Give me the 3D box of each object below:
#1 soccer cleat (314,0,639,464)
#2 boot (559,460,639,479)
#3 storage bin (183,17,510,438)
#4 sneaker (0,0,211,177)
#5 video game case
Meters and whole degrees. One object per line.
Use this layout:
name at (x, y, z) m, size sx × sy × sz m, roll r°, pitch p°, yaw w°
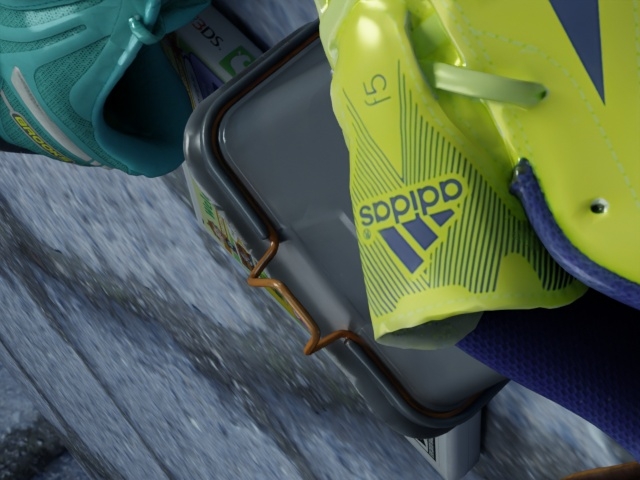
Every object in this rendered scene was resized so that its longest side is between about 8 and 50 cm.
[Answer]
soccer cleat at (0.037, -0.044, 0.359) m, size 0.289 × 0.121 × 0.093 m, roll 51°, pitch 166°, yaw 1°
boot at (0.164, 0.211, 0.645) m, size 0.280 × 0.096 × 0.264 m, roll 51°, pitch 166°, yaw 3°
storage bin at (0.031, -0.011, 0.534) m, size 0.135 × 0.098 × 0.091 m, roll 52°, pitch 155°, yaw -4°
sneaker at (-0.087, -0.120, 0.620) m, size 0.110 × 0.107 × 0.275 m, roll 21°, pitch 150°, yaw 10°
video game case at (0.000, 0.000, 0.767) m, size 0.193 × 0.023 × 0.212 m, roll 45°, pitch 165°, yaw 22°
